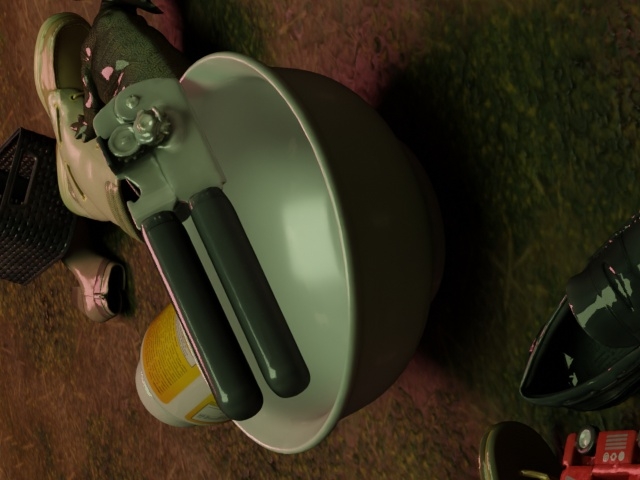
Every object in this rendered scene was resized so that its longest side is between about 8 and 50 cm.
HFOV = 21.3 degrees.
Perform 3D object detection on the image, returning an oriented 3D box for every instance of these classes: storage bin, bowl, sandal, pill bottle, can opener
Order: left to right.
[{"bbox_3d":[-0.320,-0.034,1.830,0.180,0.084,0.122,-30,45,61],"label":"storage bin"},{"bbox_3d":[-0.085,0.001,1.224,0.280,0.074,0.093,63,-178,28],"label":"can opener"},{"bbox_3d":[-0.088,0.093,1.475,0.208,0.118,0.117,-43,63,58],"label":"pill bottle"},{"bbox_3d":[0.000,0.000,1.263,0.298,0.134,0.298,31,126,54],"label":"bowl"},{"bbox_3d":[0.164,0.199,1.121,0.049,0.072,0.180,-36,70,43],"label":"sandal"}]

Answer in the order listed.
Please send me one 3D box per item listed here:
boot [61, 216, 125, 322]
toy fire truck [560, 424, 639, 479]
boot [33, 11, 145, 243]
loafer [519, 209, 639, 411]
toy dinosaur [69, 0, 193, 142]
[{"bbox_3d":[-0.238,0.028,1.809,0.087,0.042,0.118,0,98,52],"label":"boot"},{"bbox_3d":[0.203,0.176,0.996,0.192,0.047,0.135,-16,58,61],"label":"toy fire truck"},{"bbox_3d":[-0.208,-0.110,1.656,0.165,0.077,0.213,24,125,56],"label":"boot"},{"bbox_3d":[0.185,0.036,1.000,0.076,0.078,0.223,62,148,25],"label":"loafer"},{"bbox_3d":[-0.156,-0.134,1.510,0.160,0.121,0.313,93,155,-51],"label":"toy dinosaur"}]
